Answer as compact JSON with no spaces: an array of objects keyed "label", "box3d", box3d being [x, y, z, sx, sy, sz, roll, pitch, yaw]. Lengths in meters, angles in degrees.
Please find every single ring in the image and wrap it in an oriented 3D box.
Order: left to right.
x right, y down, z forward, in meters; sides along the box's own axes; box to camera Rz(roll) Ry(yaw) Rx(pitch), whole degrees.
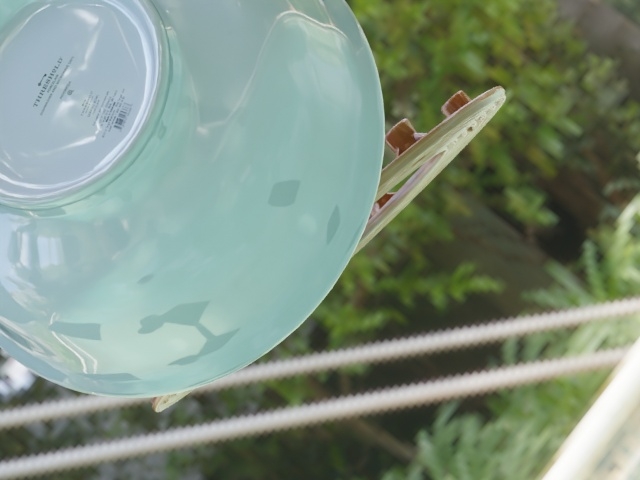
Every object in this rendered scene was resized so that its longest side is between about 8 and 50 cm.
[{"label":"ring","box3d":[0.000,0.000,1.380,0.336,0.032,0.336,-41,-5,-4]}]

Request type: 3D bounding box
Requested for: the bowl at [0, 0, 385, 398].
[{"label":"bowl","box3d":[-0.123,-0.067,1.102,0.298,0.298,0.134,-52,-28,2]}]
